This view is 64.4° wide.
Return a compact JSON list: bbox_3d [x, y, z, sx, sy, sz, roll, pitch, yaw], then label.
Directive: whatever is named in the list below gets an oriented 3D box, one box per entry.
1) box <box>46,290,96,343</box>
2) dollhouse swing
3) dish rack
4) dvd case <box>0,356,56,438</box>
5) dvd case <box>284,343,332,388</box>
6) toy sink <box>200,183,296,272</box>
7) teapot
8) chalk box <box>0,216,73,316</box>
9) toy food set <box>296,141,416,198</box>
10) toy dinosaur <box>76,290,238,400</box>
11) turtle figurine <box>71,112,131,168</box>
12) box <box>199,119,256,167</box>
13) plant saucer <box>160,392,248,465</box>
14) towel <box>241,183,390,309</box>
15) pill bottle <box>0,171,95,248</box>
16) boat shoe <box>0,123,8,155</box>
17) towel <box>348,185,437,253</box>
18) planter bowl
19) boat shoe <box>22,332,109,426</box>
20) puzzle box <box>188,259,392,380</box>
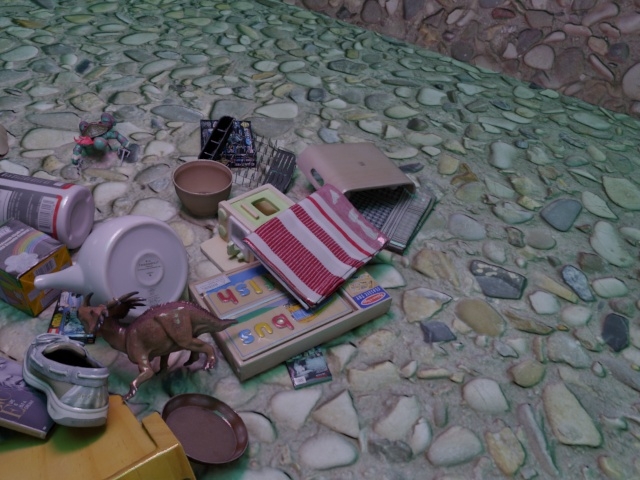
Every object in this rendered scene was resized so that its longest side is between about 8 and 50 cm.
[{"bbox_3d":[-0.533,0.164,1.113,0.094,0.027,0.137,2,42,-11],"label":"box"},{"bbox_3d":[-0.388,0.457,0.795,0.347,0.305,0.315,-23,93,-32],"label":"dollhouse swing"},{"bbox_3d":[-0.211,-0.249,1.545,0.272,0.074,0.208,20,60,-1],"label":"dish rack"},{"bbox_3d":[-0.562,0.266,0.904,0.221,0.018,0.164,22,10,-9],"label":"dvd case"},{"bbox_3d":[-0.035,0.261,1.111,0.087,0.013,0.119,-10,44,-21],"label":"dvd case"},{"bbox_3d":[-0.178,-0.032,1.318,0.234,0.131,0.153,-28,54,-35],"label":"toy sink"},{"bbox_3d":[-0.431,0.060,1.128,0.187,0.256,0.252,-1,54,37],"label":"teapot"},{"bbox_3d":[-0.683,0.049,1.136,0.213,0.132,0.132,23,45,16],"label":"chalk box"},{"bbox_3d":[0.109,-0.194,1.526,0.306,0.092,0.219,-10,47,-32],"label":"toy food set"},{"bbox_3d":[-0.311,0.167,0.979,0.296,0.200,0.127,-17,5,-13],"label":"toy dinosaur"},{"bbox_3d":[-0.674,-0.309,1.551,0.175,0.118,0.234,-10,40,-21],"label":"turtle figurine"},{"bbox_3d":[-0.307,-0.323,1.675,0.175,0.051,0.220,-2,43,-14],"label":"box"},{"bbox_3d":[-0.214,0.347,0.927,0.168,0.029,0.168,25,17,-9],"label":"plant saucer"},{"bbox_3d":[0.000,0.000,1.249,0.237,0.037,0.329,44,49,11],"label":"towel"},{"bbox_3d":[-0.726,-0.079,1.245,0.283,0.161,0.161,10,42,1],"label":"pill bottle"},{"bbox_3d":[-0.975,-0.298,1.531,0.042,0.049,0.133,-28,55,1],"label":"boat shoe"},{"bbox_3d":[0.167,-0.119,1.538,0.312,0.056,0.324,24,43,15],"label":"towel"},{"bbox_3d":[-0.328,-0.137,1.423,0.162,0.109,0.162,6,42,-5],"label":"planter bowl"},{"bbox_3d":[-0.455,0.228,0.921,0.118,0.103,0.320,15,0,-37],"label":"boat shoe"},{"bbox_3d":[-0.070,0.137,1.201,0.409,0.052,0.272,-20,47,-30],"label":"puzzle box"}]
